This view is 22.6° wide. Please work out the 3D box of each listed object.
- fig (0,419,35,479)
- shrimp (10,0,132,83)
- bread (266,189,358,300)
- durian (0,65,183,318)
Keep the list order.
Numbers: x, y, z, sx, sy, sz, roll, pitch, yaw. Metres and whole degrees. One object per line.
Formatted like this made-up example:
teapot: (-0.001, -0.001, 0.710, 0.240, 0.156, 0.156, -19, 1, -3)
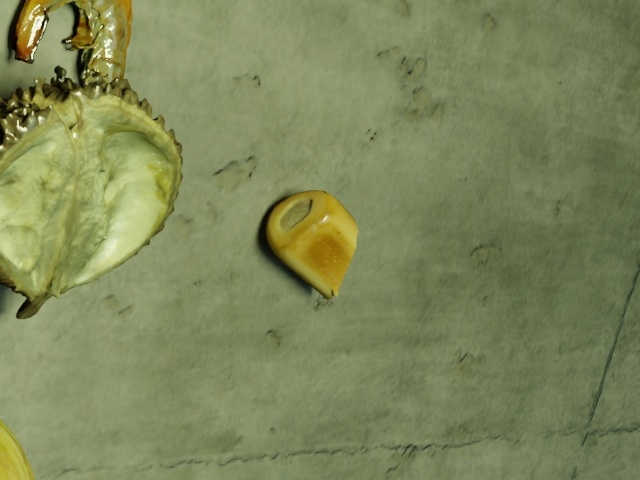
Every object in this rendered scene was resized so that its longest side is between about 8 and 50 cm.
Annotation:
fig: (-0.221, 0.120, 0.909, 0.160, 0.143, 0.230, 83, 26, -80)
shrimp: (-0.149, -0.106, 0.979, 0.091, 0.025, 0.127, -26, 123, -43)
bread: (0.001, 0.000, 1.203, 0.062, 0.049, 0.103, -38, 144, 7)
durian: (-0.165, -0.032, 0.944, 0.148, 0.091, 0.188, -15, 134, -38)
